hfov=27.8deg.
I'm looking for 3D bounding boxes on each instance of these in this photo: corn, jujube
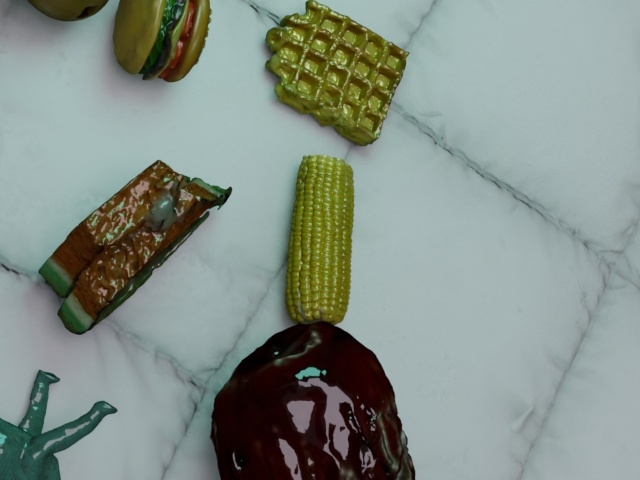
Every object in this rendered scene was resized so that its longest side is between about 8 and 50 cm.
[{"bbox_3d":[0.000,0.000,1.824,0.093,0.093,0.244,7,78,-23],"label":"corn"},{"bbox_3d":[-0.006,0.295,1.702,0.259,0.258,0.376,-10,81,-25],"label":"jujube"}]

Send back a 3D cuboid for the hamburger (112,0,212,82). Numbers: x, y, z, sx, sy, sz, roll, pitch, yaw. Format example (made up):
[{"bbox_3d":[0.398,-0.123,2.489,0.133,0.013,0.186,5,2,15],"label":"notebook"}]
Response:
[{"bbox_3d":[-0.214,-0.293,1.743,0.115,0.162,0.162,12,77,-23],"label":"hamburger"}]

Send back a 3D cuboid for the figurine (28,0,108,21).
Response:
[{"bbox_3d":[-0.362,-0.422,1.688,0.343,0.167,0.284,-18,86,-25],"label":"figurine"}]

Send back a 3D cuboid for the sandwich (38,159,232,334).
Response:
[{"bbox_3d":[-0.246,-0.011,1.668,0.109,0.212,0.292,42,81,3],"label":"sandwich"}]

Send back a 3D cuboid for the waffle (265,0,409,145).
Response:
[{"bbox_3d":[0.011,-0.251,1.888,0.211,0.055,0.160,26,71,-19],"label":"waffle"}]

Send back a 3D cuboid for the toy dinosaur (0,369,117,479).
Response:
[{"bbox_3d":[-0.438,0.302,1.590,0.384,0.129,0.330,25,81,-17],"label":"toy dinosaur"}]
